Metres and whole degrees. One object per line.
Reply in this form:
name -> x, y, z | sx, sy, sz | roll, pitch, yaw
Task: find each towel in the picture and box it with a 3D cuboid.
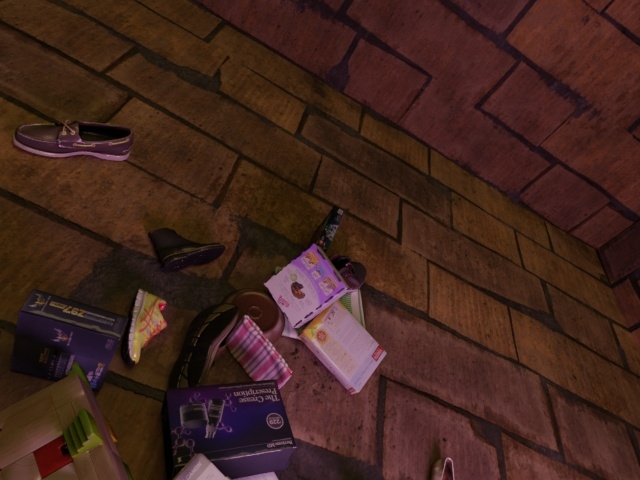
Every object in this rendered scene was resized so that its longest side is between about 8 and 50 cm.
towel -> -0.166, 0.301, 1.215 | 0.197, 0.144, 0.029 | 48, 39, 13
towel -> 0.000, 0.218, 1.510 | 0.324, 0.038, 0.248 | 17, 44, -24

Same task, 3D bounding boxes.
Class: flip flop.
flip flop -> -0.288, 0.278, 1.196 | 0.112, 0.080, 0.277 | 4, 51, 19

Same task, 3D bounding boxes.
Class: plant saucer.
plant saucer -> -0.191, 0.212, 1.347 | 0.198, 0.036, 0.199 | 13, 46, -14

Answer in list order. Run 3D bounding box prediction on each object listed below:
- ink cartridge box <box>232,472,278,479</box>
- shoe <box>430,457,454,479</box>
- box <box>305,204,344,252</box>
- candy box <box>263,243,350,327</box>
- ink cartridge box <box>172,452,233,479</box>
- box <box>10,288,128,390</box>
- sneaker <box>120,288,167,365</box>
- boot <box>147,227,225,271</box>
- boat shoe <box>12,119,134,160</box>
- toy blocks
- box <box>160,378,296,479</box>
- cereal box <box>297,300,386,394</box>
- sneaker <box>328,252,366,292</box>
ink cartridge box -> -0.178, 0.581, 1.011 | 0.223, 0.045, 0.223 | -15, 61, -44
shoe -> 0.329, 0.694, 1.279 | 0.076, 0.058, 0.219 | 32, 39, -8
box -> 0.000, 0.000, 1.625 | 0.044, 0.159, 0.233 | 33, 39, -6
candy box -> -0.040, 0.135, 1.388 | 0.165, 0.196, 0.070 | 54, 6, 17
ink cartridge box -> -0.234, 0.593, 0.830 | 0.272, 0.130, 0.309 | 43, 55, 6
box -> -0.516, 0.212, 0.964 | 0.183, 0.233, 0.059 | 23, 38, -18
sneaker -> -0.425, 0.211, 1.156 | 0.094, 0.081, 0.209 | 20, 42, -24
boot -> -0.393, 0.005, 1.393 | 0.197, 0.077, 0.137 | -11, 55, -45
boat shoe -> -0.733, -0.314, 1.419 | 0.324, 0.097, 0.117 | 0, 52, -37
toy blocks -> -0.457, 0.410, 0.747 | 0.260, 0.191, 0.381 | -27, 58, -23
box -> -0.208, 0.422, 1.050 | 0.261, 0.103, 0.184 | 2, 40, -27
cereal box -> 0.069, 0.314, 1.420 | 0.240, 0.047, 0.173 | 48, 51, 1
sneaker -> 0.081, 0.099, 1.527 | 0.281, 0.162, 0.106 | -17, 63, -43
